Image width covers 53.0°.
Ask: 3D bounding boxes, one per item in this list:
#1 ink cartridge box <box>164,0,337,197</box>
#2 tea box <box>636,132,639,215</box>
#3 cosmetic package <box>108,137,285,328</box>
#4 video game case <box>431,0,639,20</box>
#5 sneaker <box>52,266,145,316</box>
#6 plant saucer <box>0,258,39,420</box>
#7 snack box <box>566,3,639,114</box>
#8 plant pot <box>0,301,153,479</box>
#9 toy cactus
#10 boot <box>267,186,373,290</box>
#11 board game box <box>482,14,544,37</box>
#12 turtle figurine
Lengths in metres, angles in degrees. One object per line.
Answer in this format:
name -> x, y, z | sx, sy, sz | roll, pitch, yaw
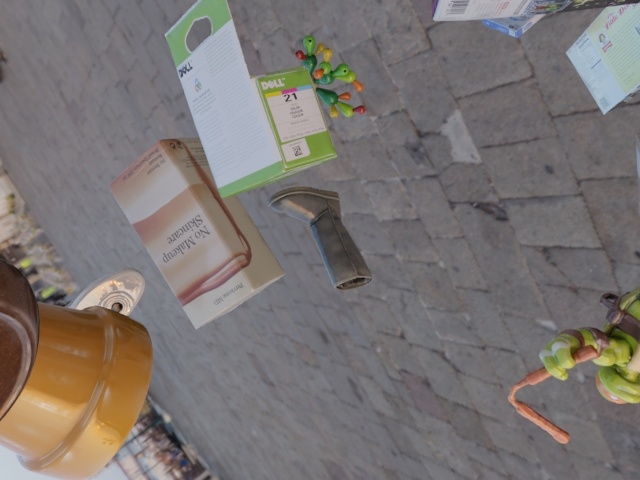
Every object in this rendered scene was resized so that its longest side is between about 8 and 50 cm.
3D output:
ink cartridge box -> -0.103, -0.206, 0.899 | 0.189, 0.097, 0.255 | -13, 97, 54
tea box -> 0.794, -0.062, 1.189 | 0.324, 0.329, 0.220 | -10, 126, 17
cosmetic package -> -0.214, -0.017, 1.120 | 0.153, 0.129, 0.296 | -36, 86, 24
video game case -> 0.198, -0.226, 0.487 | 0.232, 0.210, 0.041 | -25, -68, -83
sneaker -> -0.377, 0.107, 1.010 | 0.079, 0.217, 0.121 | 48, 174, -34
plant saucer -> -0.226, 0.083, 0.358 | 0.029, 0.168, 0.168 | 33, 151, 21
snack box -> 0.685, -0.432, 1.430 | 0.187, 0.060, 0.322 | 63, 171, 9
plant pot -> -0.333, 0.152, 0.739 | 0.188, 0.205, 0.205 | 35, 174, -38
toy cactus -> -0.003, -0.373, 1.527 | 0.180, 0.112, 0.219 | -6, 139, 44
boot -> 0.000, -0.001, 1.271 | 0.076, 0.190, 0.208 | -37, 61, 50
board game box -> 0.386, -0.448, 1.274 | 0.090, 0.090, 0.020 | 42, 168, 38
turtle figurine -> 0.290, 0.063, 0.525 | 0.087, 0.269, 0.217 | -109, 32, -52
